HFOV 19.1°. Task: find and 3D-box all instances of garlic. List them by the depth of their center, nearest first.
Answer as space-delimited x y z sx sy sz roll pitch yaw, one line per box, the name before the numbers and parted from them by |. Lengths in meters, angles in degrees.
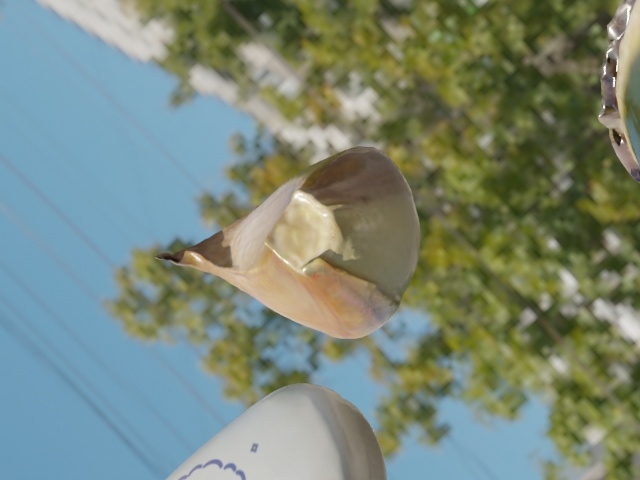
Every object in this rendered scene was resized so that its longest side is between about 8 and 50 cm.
garlic | 0.002 0.009 1.260 0.115 0.128 0.207 55 154 -9

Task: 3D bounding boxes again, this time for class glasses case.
glasses case | -0.048 0.131 0.696 0.049 0.197 0.076 26 -150 -35

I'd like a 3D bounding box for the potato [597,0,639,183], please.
potato | 0.349 -0.080 0.894 0.290 0.397 0.296 57 -171 -38
